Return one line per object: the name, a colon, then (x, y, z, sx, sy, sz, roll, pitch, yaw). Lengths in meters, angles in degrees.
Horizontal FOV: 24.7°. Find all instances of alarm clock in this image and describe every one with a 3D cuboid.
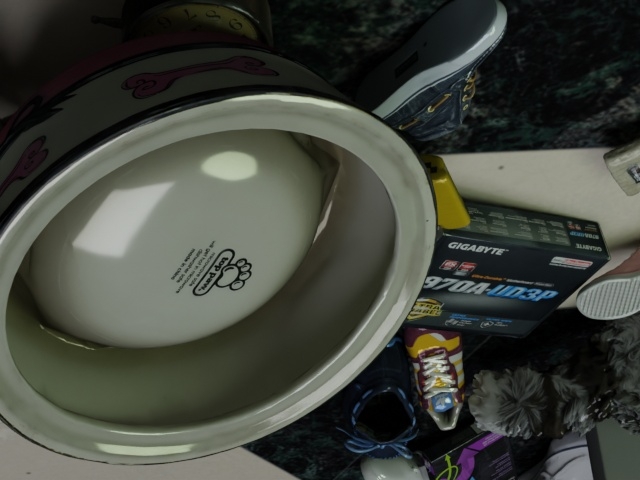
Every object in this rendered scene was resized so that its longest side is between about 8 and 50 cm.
alarm clock: (-0.095, -0.171, 1.265, 0.129, 0.064, 0.192, -25, 137, 26)

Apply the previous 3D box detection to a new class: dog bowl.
dog bowl: (-0.114, 0.001, 1.243, 0.407, 0.150, 0.408, -15, 135, -16)

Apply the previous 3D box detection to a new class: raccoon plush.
raccoon plush: (0.438, 0.150, 1.732, 0.446, 0.216, 0.299, -4, 163, 39)

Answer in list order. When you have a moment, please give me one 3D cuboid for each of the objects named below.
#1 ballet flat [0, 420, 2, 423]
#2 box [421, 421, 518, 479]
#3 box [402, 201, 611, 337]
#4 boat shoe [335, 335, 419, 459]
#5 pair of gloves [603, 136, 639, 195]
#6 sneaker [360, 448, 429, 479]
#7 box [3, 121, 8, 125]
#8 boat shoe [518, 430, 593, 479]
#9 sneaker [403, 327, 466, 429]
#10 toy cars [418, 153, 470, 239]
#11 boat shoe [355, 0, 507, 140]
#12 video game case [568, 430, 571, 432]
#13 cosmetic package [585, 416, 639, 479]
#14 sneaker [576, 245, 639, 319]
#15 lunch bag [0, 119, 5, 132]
ballet flat: (-0.375, 0.125, 1.592, 0.116, 0.124, 0.342, -23, 141, 24)
box: (0.203, 0.312, 1.931, 0.116, 0.029, 0.162, -28, 130, -13)
box: (0.173, 0.034, 1.576, 0.220, 0.051, 0.175, 8, 142, -29)
boat shoe: (0.066, 0.215, 1.800, 0.109, 0.089, 0.258, -9, 144, 5)
pair of gloves: (0.419, -0.078, 1.476, 0.204, 0.042, 0.240, -27, 141, 27)
sneaker: (0.152, 0.300, 1.956, 0.212, 0.080, 0.094, 13, 129, -34)
box: (-0.288, 0.027, 1.432, 0.142, 0.163, 0.247, -17, 142, 20)
boat shoe: (0.337, 0.337, 1.991, 0.095, 0.084, 0.258, 9, 147, -10)
sneaker: (0.142, 0.154, 1.729, 0.069, 0.084, 0.185, -12, 144, 9)
toy cars: (0.000, 0.000, 1.504, 0.176, 0.087, 0.394, 21, 141, -20)
boat shoe: (0.119, -0.155, 1.321, 0.083, 0.065, 0.183, 21, 144, -33)
video game case: (0.386, 0.271, 1.984, 0.087, 0.011, 0.122, -24, 140, 24)
cosmetic package: (0.396, 0.267, 1.785, 0.127, 0.238, 0.107, -6, 145, 0)
sneaker: (0.344, 0.040, 1.596, 0.134, 0.070, 0.051, -24, 109, 17)
lunch bag: (-0.404, -0.120, 1.192, 0.256, 0.213, 0.305, -20, 146, -7)
